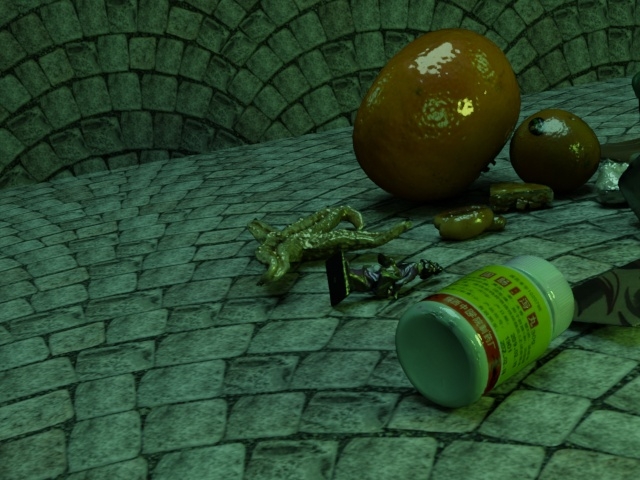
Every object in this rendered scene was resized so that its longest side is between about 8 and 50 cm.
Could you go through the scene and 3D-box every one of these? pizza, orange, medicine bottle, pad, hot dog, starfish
[{"bbox_3d":[0.416,-0.094,1.929,0.134,0.046,0.175,-15,16,-24],"label":"pizza"},{"bbox_3d":[0.279,-0.279,2.061,0.326,0.424,0.424,41,35,13],"label":"orange"},{"bbox_3d":[0.212,0.109,1.130,0.225,0.139,0.139,-22,20,-41],"label":"medicine bottle"},{"bbox_3d":[0.483,0.067,1.331,0.330,0.004,0.220,-18,10,-31],"label":"pad"},{"bbox_3d":[0.299,-0.036,1.776,0.140,0.060,0.090,-19,21,-12],"label":"hot dog"},{"bbox_3d":[0.523,-0.198,1.980,0.206,0.206,0.206,-8,15,2],"label":"orange"},{"bbox_3d":[0.840,-0.230,2.232,0.286,0.018,0.284,-13,15,-13],"label":"pad"},{"bbox_3d":[0.000,0.000,1.751,0.324,0.082,0.432,-8,10,-11],"label":"starfish"}]

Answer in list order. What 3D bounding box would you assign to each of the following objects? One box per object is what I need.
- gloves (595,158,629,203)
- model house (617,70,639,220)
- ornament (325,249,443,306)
[{"bbox_3d":[0.633,-0.118,1.852,0.114,0.070,0.153,4,25,15],"label":"gloves"},{"bbox_3d":[0.665,-0.168,1.577,0.243,0.298,0.284,-14,16,-19],"label":"model house"},{"bbox_3d":[0.109,0.063,1.510,0.203,0.088,0.081,-3,-13,-27],"label":"ornament"}]
